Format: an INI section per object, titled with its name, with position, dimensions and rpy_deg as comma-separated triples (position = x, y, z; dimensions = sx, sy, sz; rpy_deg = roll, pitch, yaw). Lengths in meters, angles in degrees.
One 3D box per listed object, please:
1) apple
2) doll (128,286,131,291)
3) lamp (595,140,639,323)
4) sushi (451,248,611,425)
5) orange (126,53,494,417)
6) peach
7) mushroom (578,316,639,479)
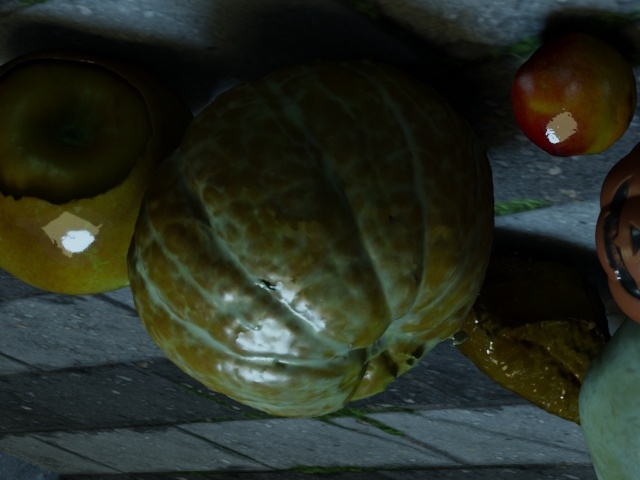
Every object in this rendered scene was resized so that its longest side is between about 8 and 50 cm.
[apple]
position = -0.218, -0.069, 1.667
dimensions = 0.237, 0.237, 0.207
rpy_deg = 17, 148, -5
[doll]
position = -0.209, 0.024, 2.062
dimensions = 0.278, 0.119, 0.154
rpy_deg = 14, 158, 16
[lamp]
position = 0.321, -0.007, 1.471
dimensions = 0.187, 0.187, 0.164
rpy_deg = 30, 154, -37
[sushi]
position = 0.231, 0.088, 1.879
dimensions = 0.287, 0.149, 0.140
rpy_deg = 29, -169, -34
[orange]
position = 0.000, 0.000, 1.541
dimensions = 0.249, 0.329, 0.329
rpy_deg = 55, 175, 23
[peach]
position = 0.196, -0.115, 1.407
dimensions = 0.101, 0.101, 0.101
rpy_deg = 13, 161, 5
[mushroom]
position = 0.423, 0.168, 1.777
dimensions = 0.352, 0.260, 0.352
rpy_deg = 5, 135, 5
